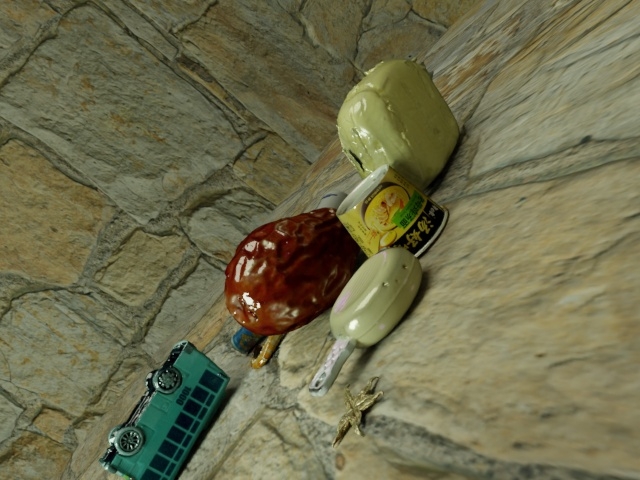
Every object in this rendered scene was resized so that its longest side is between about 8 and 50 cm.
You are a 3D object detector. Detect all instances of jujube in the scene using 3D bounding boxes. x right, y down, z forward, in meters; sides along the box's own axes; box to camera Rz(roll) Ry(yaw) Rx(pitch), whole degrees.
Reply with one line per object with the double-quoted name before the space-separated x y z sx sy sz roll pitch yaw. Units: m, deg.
"jujube" -0.044 0.047 0.923 0.290 0.197 0.197 -38 2 -40

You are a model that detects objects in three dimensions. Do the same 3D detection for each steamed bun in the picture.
"steamed bun" 0.138 -0.213 1.003 0.166 0.232 0.273 -27 23 47

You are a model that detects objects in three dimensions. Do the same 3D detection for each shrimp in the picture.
"shrimp" -0.101 0.200 1.035 0.127 0.025 0.091 -55 11 -16

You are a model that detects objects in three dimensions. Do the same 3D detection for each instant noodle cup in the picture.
"instant noodle cup" 0.105 -0.037 0.815 0.151 0.122 0.151 -44 14 14

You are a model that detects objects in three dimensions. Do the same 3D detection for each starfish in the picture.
"starfish" 0.037 0.191 0.587 0.086 0.016 0.092 -46 17 3

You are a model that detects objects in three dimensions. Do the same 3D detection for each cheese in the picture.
"cheese" 0.052 0.106 0.686 0.227 0.064 0.137 -53 9 -28

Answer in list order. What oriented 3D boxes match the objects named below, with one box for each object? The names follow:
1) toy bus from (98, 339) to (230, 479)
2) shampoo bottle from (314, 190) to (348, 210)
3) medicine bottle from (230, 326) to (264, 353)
"toy bus" -0.288 0.332 0.988 0.128 0.147 0.256 -27 29 58
"shampoo bottle" 0.000 0.000 1.156 0.092 0.092 0.303 -39 15 38
"medicine bottle" -0.118 0.172 1.127 0.191 0.051 0.051 -45 12 20
